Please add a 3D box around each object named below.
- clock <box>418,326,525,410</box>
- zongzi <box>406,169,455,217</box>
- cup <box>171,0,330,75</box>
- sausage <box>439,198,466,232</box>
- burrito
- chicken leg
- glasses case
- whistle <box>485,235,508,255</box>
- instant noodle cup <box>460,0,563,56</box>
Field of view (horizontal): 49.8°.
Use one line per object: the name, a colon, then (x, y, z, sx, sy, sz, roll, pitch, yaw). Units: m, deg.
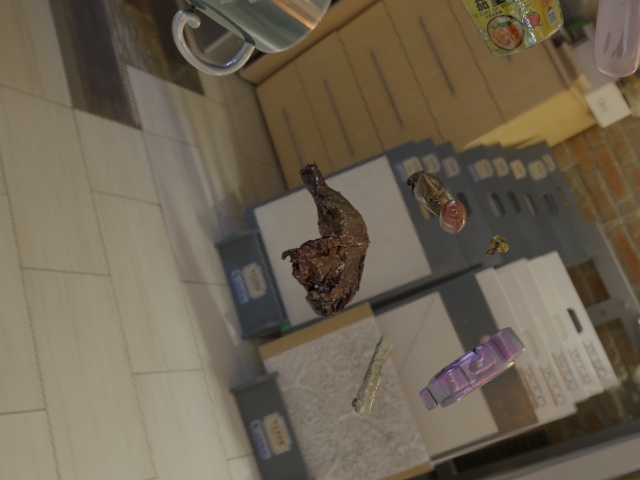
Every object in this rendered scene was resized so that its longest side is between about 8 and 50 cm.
clock: (0.374, 0.329, 1.723, 0.248, 0.227, 0.090, -24, 70, -27)
zongzi: (0.353, -0.212, 2.433, 0.242, 0.112, 0.221, 42, 6, -42)
cup: (-0.179, -0.515, 1.400, 0.274, 0.356, 0.259, 22, 15, -48)
sausage: (0.354, -0.062, 1.838, 0.194, 0.077, 0.077, 43, 23, -80)
burrito: (0.114, 0.283, 1.459, 0.185, 0.041, 0.045, -66, 155, -18)
chicken leg: (0.013, 0.000, 1.462, 0.177, 0.083, 0.322, 14, 80, -13)
glasses case: (0.735, -0.534, 1.680, 0.075, 0.113, 0.297, -50, 145, -30)
whistle: (0.460, 0.015, 1.801, 0.109, 0.057, 0.046, -28, 118, -77)
instant noodle cup: (0.626, -0.770, 2.242, 0.254, 0.326, 0.325, 60, 26, -22)
